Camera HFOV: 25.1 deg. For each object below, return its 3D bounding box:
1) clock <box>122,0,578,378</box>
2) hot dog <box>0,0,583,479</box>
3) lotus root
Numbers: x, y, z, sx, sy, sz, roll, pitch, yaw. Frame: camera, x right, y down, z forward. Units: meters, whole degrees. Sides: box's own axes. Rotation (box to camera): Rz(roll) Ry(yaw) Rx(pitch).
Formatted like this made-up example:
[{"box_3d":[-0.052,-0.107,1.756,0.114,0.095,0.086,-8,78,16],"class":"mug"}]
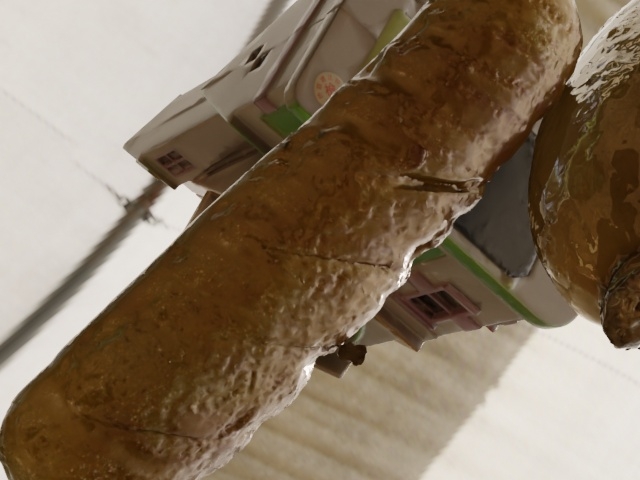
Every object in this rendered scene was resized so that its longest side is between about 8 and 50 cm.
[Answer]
[{"box_3d":[0.009,-0.026,0.967,0.309,0.235,0.166,-19,-144,55],"class":"clock"},{"box_3d":[-0.003,-0.002,0.539,0.286,0.088,0.061,-49,-139,-9],"class":"hot dog"},{"box_3d":[0.182,-0.056,0.702,0.146,0.131,0.303,-16,-159,36],"class":"lotus root"}]
